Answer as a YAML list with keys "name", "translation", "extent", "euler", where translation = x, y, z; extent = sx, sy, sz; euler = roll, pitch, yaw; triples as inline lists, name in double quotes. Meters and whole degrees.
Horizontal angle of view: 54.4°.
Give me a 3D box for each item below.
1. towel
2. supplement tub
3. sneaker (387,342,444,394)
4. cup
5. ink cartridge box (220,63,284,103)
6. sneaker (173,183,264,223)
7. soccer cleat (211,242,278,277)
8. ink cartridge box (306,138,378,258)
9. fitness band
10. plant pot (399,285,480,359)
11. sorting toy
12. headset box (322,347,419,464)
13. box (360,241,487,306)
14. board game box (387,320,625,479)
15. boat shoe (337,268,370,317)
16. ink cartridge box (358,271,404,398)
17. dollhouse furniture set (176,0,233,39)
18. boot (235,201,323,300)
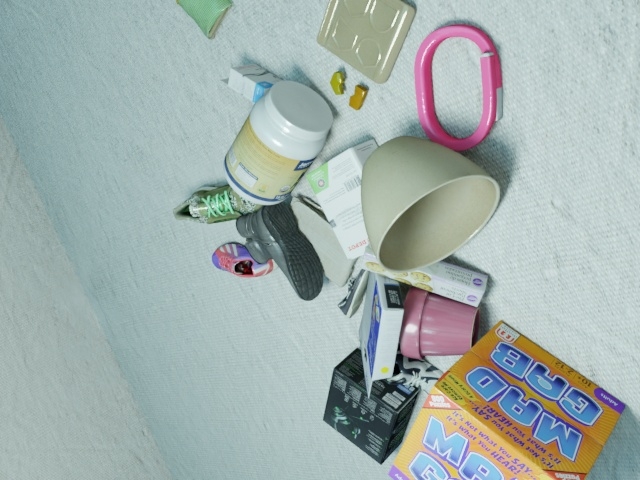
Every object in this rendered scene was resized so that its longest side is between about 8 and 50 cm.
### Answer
- name: "towel"
  translation: [0.000, 0.000, 1.932]
  extent: [0.282, 0.049, 0.187]
  euler: [40, 132, 20]
- name: "supplement tub"
  translation: [-0.122, -0.275, 1.781]
  extent: [0.228, 0.228, 0.316]
  euler: [51, 135, 11]
- name: "sneaker"
  translation: [0.264, 0.401, 1.807]
  extent: [0.235, 0.153, 0.094]
  euler: [53, 136, 9]
- name: "cup"
  translation: [0.227, -0.115, 1.515]
  extent: [0.237, 0.331, 0.331]
  euler: [59, 139, 31]
- name: "ink cartridge box"
  translation: [-0.199, -0.470, 1.846]
  extent: [0.180, 0.104, 0.060]
  euler: [35, 130, 24]
- name: "sneaker"
  translation: [-0.344, -0.112, 2.090]
  extent: [0.410, 0.182, 0.158]
  euler: [-11, 101, 43]
- name: "soccer cleat"
  translation: [-0.291, 0.075, 2.178]
  extent: [0.318, 0.116, 0.108]
  euler: [3, 111, 41]
- name: "ink cartridge box"
  translation: [0.112, -0.110, 1.729]
  extent: [0.198, 0.115, 0.272]
  euler: [-26, 92, 45]
- name: "fitness band"
  translation: [0.320, -0.357, 1.471]
  extent: [0.209, 0.054, 0.290]
  euler: [8, 113, 40]
- name: "plant pot"
  translation: [0.323, 0.225, 1.658]
  extent: [0.180, 0.201, 0.201]
  euler: [7, 115, 22]
- name: "sorting toy"
  translation: [0.099, -0.509, 1.613]
  extent: [0.229, 0.041, 0.307]
  euler: [37, 130, 17]
- name: "headset box"
  translation: [0.152, 0.530, 1.973]
  extent: [0.246, 0.131, 0.283]
  euler: [30, 131, 27]
- name: "box"
  translation: [0.268, 0.082, 1.628]
  extent: [0.324, 0.063, 0.067]
  euler: [19, 138, 8]
- name: "board game box"
  translation: [0.450, 0.495, 1.540]
  extent: [0.356, 0.356, 0.356]
  euler: [36, 130, 25]
- name: "boat shoe"
  translation: [0.099, 0.151, 1.895]
  extent: [0.065, 0.075, 0.206]
  euler: [36, 134, 20]
- name: "ink cartridge box"
  translation: [0.166, 0.225, 1.735]
  extent: [0.072, 0.303, 0.307]
  euler: [2, 121, -3]
- name: "dollhouse furniture set"
  translation: [-0.367, -0.756, 1.829]
  extent: [0.197, 0.151, 0.301]
  euler: [54, 135, 9]
- name: "boot"
  translation: [-0.131, 0.046, 1.977]
  extent: [0.223, 0.118, 0.338]
  euler: [-25, 87, 53]
